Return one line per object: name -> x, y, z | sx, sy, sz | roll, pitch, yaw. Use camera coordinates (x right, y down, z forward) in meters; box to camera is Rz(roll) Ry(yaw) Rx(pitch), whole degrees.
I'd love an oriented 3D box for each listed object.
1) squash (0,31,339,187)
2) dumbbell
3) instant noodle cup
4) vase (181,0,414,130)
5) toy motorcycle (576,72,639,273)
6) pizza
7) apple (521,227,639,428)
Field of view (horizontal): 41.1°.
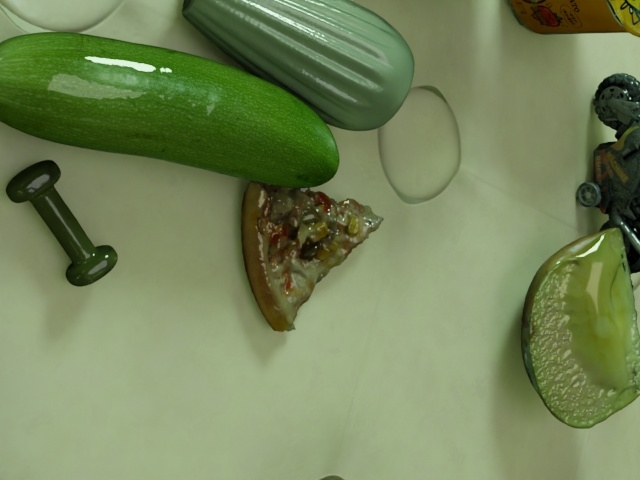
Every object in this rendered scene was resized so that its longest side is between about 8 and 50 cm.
squash -> -0.142, -0.123, 0.795 | 0.395, 0.107, 0.107 | 8, 89, -34
dumbbell -> -0.233, -0.015, 0.773 | 0.052, 0.046, 0.118 | -40, 117, -23
instant noodle cup -> 0.359, -0.368, 1.133 | 0.215, 0.172, 0.216 | -3, 95, -38
vase -> -0.024, -0.206, 0.880 | 0.248, 0.128, 0.128 | 23, 80, -28
toy motorcycle -> 0.479, -0.095, 1.254 | 0.108, 0.173, 0.307 | -12, 100, -39
pizza -> 0.000, 0.000, 0.959 | 0.195, 0.052, 0.185 | -20, 109, -36
apple -> 0.348, 0.128, 1.207 | 0.193, 0.120, 0.265 | -19, 103, -22
